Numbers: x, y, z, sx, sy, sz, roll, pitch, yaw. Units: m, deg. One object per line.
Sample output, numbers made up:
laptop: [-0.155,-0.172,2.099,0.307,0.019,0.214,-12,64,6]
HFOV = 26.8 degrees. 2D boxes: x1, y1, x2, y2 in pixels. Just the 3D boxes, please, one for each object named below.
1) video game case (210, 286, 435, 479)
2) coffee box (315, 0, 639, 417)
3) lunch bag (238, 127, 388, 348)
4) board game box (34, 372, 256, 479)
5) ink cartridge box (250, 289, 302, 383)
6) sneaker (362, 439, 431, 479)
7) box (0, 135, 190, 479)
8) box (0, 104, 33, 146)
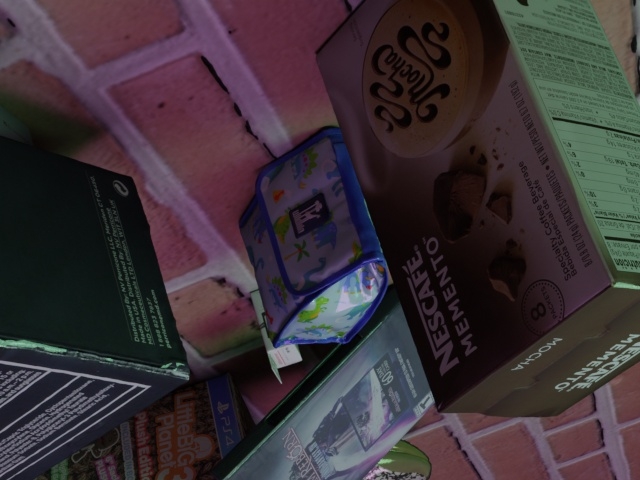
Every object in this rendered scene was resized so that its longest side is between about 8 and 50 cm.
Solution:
video game case: [0.018,0.195,1.402,0.274,0.026,0.196,-45,142,-18]
coffee box: [0.124,-0.049,0.905,0.118,0.297,0.168,6,145,-38]
lunch bag: [0.000,0.000,1.108,0.096,0.129,0.151,-2,150,-29]
board game box: [-0.193,0.307,1.491,0.290,0.141,0.232,-18,137,1]
ink cartridge box: [-0.041,0.091,1.302,0.028,0.083,0.048,-19,153,3]
sneaker: [-0.044,0.366,1.702,0.410,0.182,0.158,-11,152,-13]
box: [-0.305,0.063,0.903,0.296,0.183,0.294,-33,151,26]
box: [-0.312,-0.057,0.917,0.186,0.038,0.145,-24,153,11]
